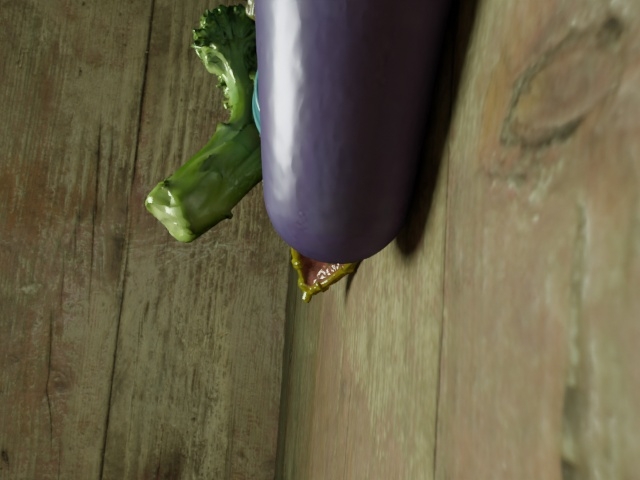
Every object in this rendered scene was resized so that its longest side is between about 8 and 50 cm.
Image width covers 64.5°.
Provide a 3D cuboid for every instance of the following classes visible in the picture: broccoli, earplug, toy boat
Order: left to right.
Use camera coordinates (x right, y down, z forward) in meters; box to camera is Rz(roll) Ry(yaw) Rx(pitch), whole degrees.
[{"bbox_3d":[-0.094,-0.137,0.874,0.275,0.352,0.398,-41,38,53],"label":"broccoli"},{"bbox_3d":[0.002,-0.004,0.818,0.318,0.140,0.099,95,-161,-58],"label":"toy boat"},{"bbox_3d":[0.028,-0.189,0.523,0.215,0.214,0.457,-101,14,-67],"label":"earplug"}]

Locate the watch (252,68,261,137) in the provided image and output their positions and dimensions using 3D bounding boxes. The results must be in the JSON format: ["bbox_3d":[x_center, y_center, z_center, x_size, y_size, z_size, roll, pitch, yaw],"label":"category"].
[{"bbox_3d":[-0.003,-0.194,0.745,0.211,0.193,0.211,-172,90,-80],"label":"watch"}]

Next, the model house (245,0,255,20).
[{"bbox_3d":[-0.010,-0.371,0.730,0.226,0.261,0.241,-51,46,43],"label":"model house"}]
